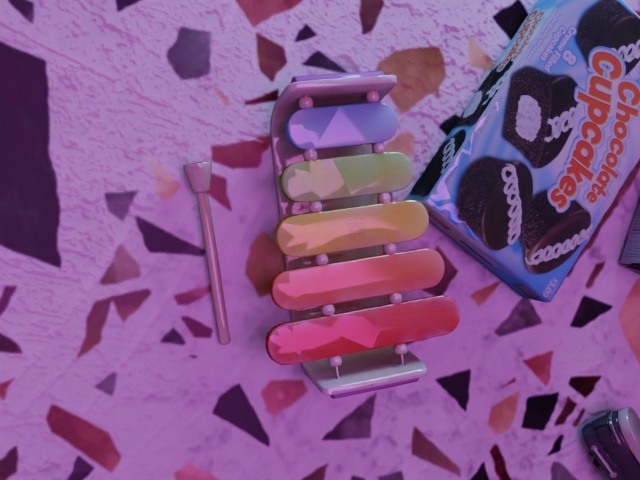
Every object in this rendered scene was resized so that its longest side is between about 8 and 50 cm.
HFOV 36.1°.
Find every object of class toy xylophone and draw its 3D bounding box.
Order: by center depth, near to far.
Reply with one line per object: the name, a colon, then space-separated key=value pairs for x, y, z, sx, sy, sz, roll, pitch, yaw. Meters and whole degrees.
toy xylophone: x=0.000 y=0.000 z=0.976 sx=0.236 sy=0.081 sz=0.323 roll=-16 pitch=97 yaw=-18

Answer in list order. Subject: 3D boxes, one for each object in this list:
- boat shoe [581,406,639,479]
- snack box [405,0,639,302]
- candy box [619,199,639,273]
boat shoe: x=0.367 y=0.284 z=1.141 sx=0.065 sy=0.075 sz=0.206 roll=-21 pitch=109 yaw=25
snack box: x=0.255 y=-0.117 z=1.075 sx=0.187 sy=0.060 sz=0.322 roll=37 pitch=79 yaw=-17
candy box: x=0.462 y=-0.051 z=1.146 sx=0.159 sy=0.071 sz=0.234 roll=23 pitch=84 yaw=-18
